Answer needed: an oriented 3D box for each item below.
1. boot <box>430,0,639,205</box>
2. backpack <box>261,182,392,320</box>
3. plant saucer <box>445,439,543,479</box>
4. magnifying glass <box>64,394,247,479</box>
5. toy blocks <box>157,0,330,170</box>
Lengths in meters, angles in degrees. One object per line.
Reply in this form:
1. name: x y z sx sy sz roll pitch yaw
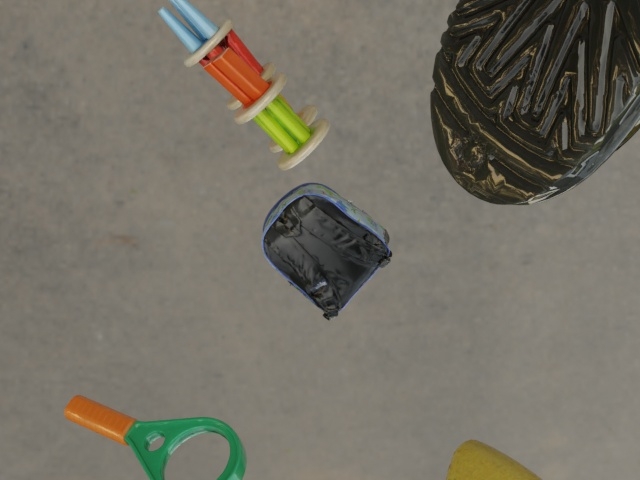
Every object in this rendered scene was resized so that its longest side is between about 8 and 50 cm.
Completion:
1. boot: 0.242 -0.159 0.748 0.260 0.131 0.348 5 125 -48
2. backpack: 0.000 0.000 1.236 0.114 0.084 0.105 39 105 -14
3. plant saucer: 0.199 0.347 0.851 0.332 0.333 0.081 36 143 -21
4. magnifying glass: -0.169 0.201 1.233 0.231 0.092 0.026 17 150 34
5. toy blocks: -0.065 -0.131 0.965 0.054 0.123 0.148 -44 106 5
